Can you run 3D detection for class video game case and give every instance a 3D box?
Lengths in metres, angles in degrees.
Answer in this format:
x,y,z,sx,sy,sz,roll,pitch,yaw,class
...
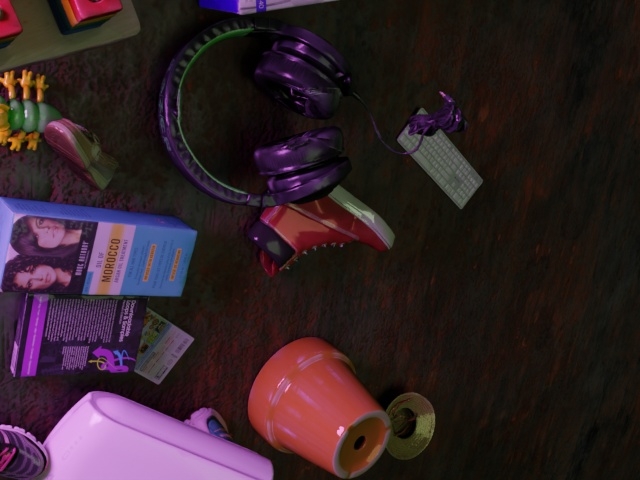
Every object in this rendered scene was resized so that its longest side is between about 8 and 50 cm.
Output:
x,y,z,sx,sy,sz,roll,pitch,yaw,class
-0.251,0.151,1.016,0.087,0.011,0.122,-52,134,-8,video game case

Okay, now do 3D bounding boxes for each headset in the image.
x,y,z,sx,sy,sz,roll,pitch,yaw,class
-0.009,-0.164,0.925,0.393,0.185,0.244,0,94,-26,headset

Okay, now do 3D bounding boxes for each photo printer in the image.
x,y,z,sx,sy,sz,roll,pitch,yaw,class
-0.256,0.367,0.981,0.307,0.107,0.256,29,95,-16,photo printer

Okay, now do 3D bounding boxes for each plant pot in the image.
x,y,z,sx,sy,sz,roll,pitch,yaw,class
0.011,0.297,1.187,0.205,0.188,0.205,-18,121,-33,plant pot

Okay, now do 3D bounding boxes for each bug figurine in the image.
x,y,z,sx,sy,sz,roll,pitch,yaw,class
-0.367,-0.192,0.710,0.216,0.072,0.279,-4,112,-40,bug figurine

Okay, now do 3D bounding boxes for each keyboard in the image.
x,y,z,sx,sy,sz,roll,pitch,yaw,class
0.224,-0.145,1.279,0.256,0.014,0.072,37,84,-44,keyboard

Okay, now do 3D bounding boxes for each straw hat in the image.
x,y,z,sx,sy,sz,roll,pitch,yaw,class
0.166,0.374,1.445,0.144,0.061,0.145,-4,97,-32,straw hat

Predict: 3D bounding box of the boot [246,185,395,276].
x,y,z,sx,sy,sz,roll,pitch,yaw,class
0.000,0.000,1.110,0.244,0.088,0.176,32,88,-36,boot

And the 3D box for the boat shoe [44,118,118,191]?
x,y,z,sx,sy,sz,roll,pitch,yaw,class
-0.272,-0.106,0.809,0.048,0.056,0.153,-55,168,-15,boat shoe

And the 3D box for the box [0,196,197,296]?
x,y,z,sx,sy,sz,roll,pitch,yaw,class
-0.284,0.013,0.887,0.244,0.060,0.101,5,106,-42,box

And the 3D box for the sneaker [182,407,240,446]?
x,y,z,sx,sy,sz,roll,pitch,yaw,class
-0.152,0.397,1.150,0.107,0.110,0.275,-38,131,-21,sneaker

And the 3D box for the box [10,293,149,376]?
x,y,z,sx,sy,sz,roll,pitch,yaw,class
-0.316,0.121,0.924,0.162,0.029,0.116,6,105,-35,box

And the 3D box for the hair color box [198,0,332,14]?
x,y,z,sx,sy,sz,roll,pitch,yaw,class
0.003,-0.410,0.900,0.338,0.110,0.185,-22,122,-33,hair color box

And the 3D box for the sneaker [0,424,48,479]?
x,y,z,sx,sy,sz,roll,pitch,yaw,class
-0.416,0.257,0.853,0.170,0.075,0.063,38,92,-25,sneaker

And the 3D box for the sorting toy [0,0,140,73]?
x,y,z,sx,sy,sz,roll,pitch,yaw,class
-0.311,-0.288,0.626,0.257,0.089,0.256,-29,106,-34,sorting toy
